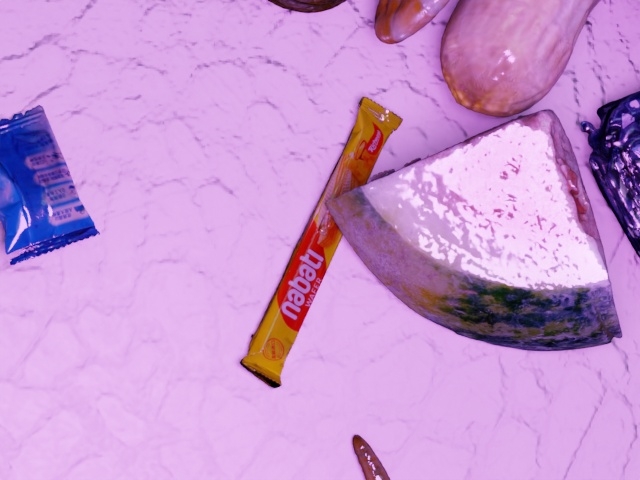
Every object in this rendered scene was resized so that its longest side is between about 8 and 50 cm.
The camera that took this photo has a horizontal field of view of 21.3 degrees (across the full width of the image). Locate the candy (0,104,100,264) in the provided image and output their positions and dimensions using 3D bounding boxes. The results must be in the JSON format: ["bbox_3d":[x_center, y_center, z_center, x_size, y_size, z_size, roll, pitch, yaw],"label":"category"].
[{"bbox_3d":[-0.264,-0.051,1.536,0.088,0.038,0.136,-22,78,-21],"label":"candy"}]

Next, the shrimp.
[{"bbox_3d":[0.129,-0.292,1.623,0.059,0.145,0.254,40,74,-13],"label":"shrimp"}]

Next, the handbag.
[{"bbox_3d":[0.369,-0.032,1.669,0.162,0.113,0.260,-31,98,-11],"label":"handbag"}]

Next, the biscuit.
[{"bbox_3d":[0.000,0.000,1.607,0.048,0.026,0.292,32,74,-29],"label":"biscuit"}]

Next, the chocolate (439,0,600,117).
[{"bbox_3d":[0.220,-0.253,1.652,0.134,0.134,0.309,30,75,-9],"label":"chocolate"}]

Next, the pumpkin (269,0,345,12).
[{"bbox_3d":[-0.048,-0.301,1.588,0.248,0.131,0.126,21,76,-9],"label":"pumpkin"}]

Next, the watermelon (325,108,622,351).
[{"bbox_3d":[0.173,-0.015,1.605,0.310,0.193,0.231,30,96,2],"label":"watermelon"}]

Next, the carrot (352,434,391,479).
[{"bbox_3d":[0.088,0.295,1.580,0.049,0.049,0.254,-25,84,-17],"label":"carrot"}]
